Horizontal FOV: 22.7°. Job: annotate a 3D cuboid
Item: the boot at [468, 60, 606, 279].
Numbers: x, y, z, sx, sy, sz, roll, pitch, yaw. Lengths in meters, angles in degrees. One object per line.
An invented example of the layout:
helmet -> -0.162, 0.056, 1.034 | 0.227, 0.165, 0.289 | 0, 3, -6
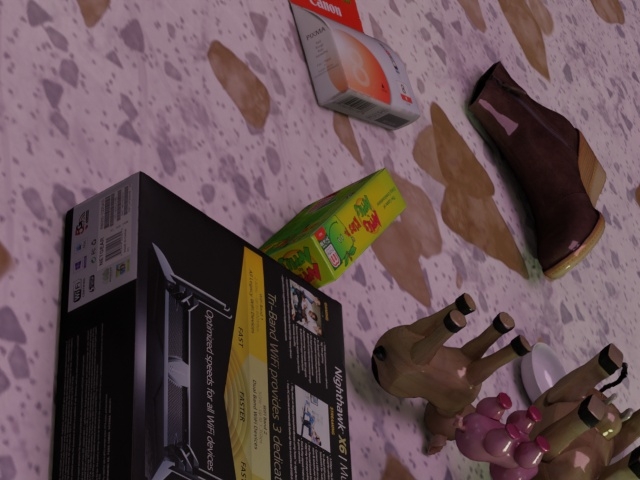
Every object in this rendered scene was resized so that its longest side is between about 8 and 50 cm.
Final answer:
boot -> 0.243, -0.084, 1.883 | 0.207, 0.090, 0.248 | 43, 35, -13

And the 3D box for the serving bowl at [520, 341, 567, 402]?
serving bowl -> 0.239, 0.153, 1.718 | 0.083, 0.027, 0.083 | 39, 37, -38

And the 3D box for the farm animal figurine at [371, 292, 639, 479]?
farm animal figurine -> 0.195, 0.202, 1.468 | 0.330, 0.172, 0.327 | 56, 32, 10

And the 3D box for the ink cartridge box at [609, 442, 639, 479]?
ink cartridge box -> 0.306, 0.319, 1.643 | 0.140, 0.082, 0.191 | 55, 29, -15

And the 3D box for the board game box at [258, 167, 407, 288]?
board game box -> 0.000, 0.000, 1.379 | 0.043, 0.092, 0.181 | 60, 29, -7

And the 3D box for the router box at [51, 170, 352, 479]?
router box -> -0.079, 0.138, 1.155 | 0.243, 0.081, 0.309 | 35, 40, -41

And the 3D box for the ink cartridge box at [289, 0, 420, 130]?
ink cartridge box -> 0.032, -0.211, 1.648 | 0.145, 0.045, 0.179 | 13, 60, -56
